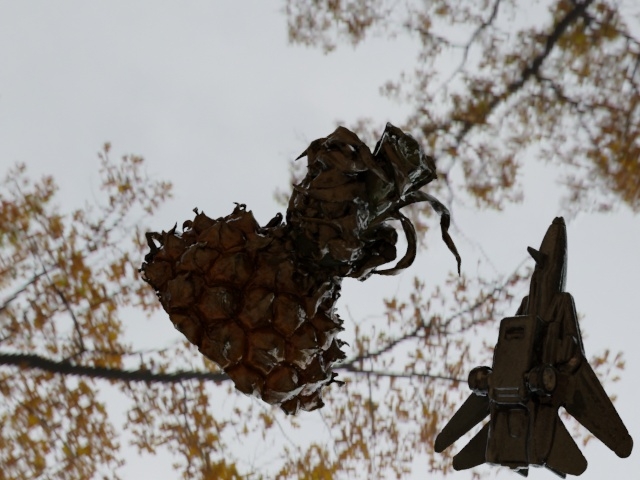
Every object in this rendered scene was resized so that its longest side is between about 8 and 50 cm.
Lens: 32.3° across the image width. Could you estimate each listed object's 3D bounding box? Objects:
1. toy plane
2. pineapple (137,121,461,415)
[{"bbox_3d":[0.204,0.091,1.054,0.212,0.088,0.267,-7,-114,42],"label":"toy plane"},{"bbox_3d":[0.000,0.000,1.115,0.272,0.262,0.262,-44,-121,17],"label":"pineapple"}]
